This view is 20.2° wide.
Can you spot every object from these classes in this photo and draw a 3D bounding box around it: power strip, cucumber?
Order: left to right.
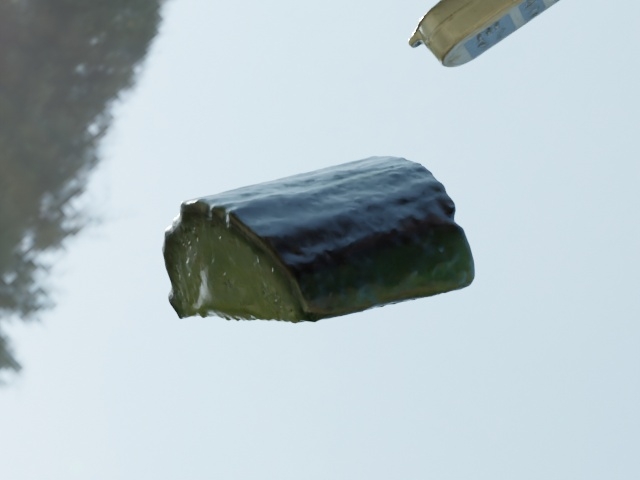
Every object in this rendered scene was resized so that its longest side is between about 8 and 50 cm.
[{"bbox_3d":[0.000,0.000,0.783,0.116,0.115,0.062,-4,-81,58],"label":"cucumber"},{"bbox_3d":[0.134,-0.158,1.015,0.191,0.047,0.030,-34,-109,6],"label":"power strip"}]
